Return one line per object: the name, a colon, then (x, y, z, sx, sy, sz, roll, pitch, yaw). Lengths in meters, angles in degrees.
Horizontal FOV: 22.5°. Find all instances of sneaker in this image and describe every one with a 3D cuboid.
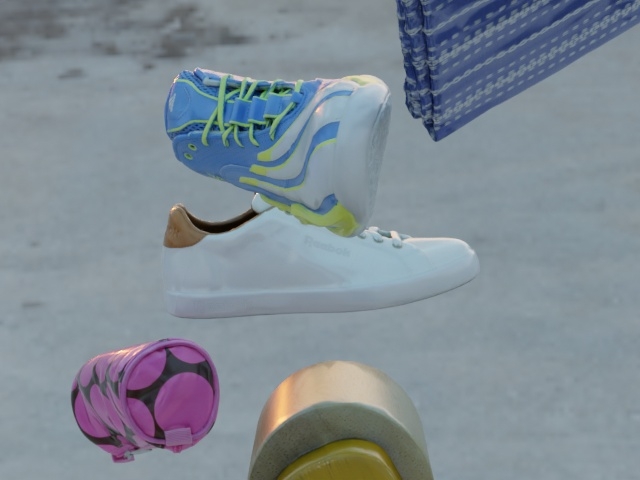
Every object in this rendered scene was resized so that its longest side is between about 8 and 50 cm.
sneaker: (-0.031, -0.055, 0.930, 0.126, 0.091, 0.240, 11, -2, -5)
sneaker: (0.000, 0.000, 1.451, 0.290, 0.123, 0.106, -4, 8, -4)

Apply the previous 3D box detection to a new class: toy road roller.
toy road roller: (-0.002, 0.267, 1.038, 0.240, 0.329, 0.202, -24, 6, 3)

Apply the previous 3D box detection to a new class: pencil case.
pencil case: (-0.147, 0.136, 1.346, 0.095, 0.098, 0.209, 4, -9, -18)

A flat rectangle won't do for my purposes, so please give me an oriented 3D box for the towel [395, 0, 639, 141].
towel: (0.131, -0.169, 0.700, 0.243, 0.040, 0.336, -30, -18, -3)
